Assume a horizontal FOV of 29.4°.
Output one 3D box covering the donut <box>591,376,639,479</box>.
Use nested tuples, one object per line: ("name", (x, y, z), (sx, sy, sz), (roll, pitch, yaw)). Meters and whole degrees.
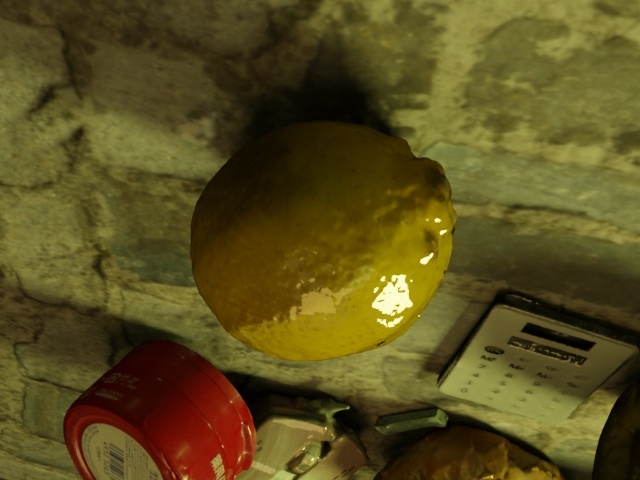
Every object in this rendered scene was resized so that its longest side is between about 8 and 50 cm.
("donut", (0.364, 0.224, 1.223), (0.128, 0.208, 0.261), (18, 147, 0))

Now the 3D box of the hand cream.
("hand cream", (-0.210, 0.255, 1.574), (0.230, 0.149, 0.230), (23, 133, 28))

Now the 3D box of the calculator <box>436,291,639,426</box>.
("calculator", (0.232, 0.134, 1.329), (0.161, 0.021, 0.261), (17, 152, -1))

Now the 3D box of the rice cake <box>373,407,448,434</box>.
("rice cake", (0.115, 0.234, 1.569), (0.022, 0.021, 0.121), (44, 144, -23))

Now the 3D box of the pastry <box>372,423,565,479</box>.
("pastry", (0.189, 0.366, 1.621), (0.255, 0.161, 0.311), (15, 153, 1))

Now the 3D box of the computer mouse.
("computer mouse", (-0.052, 0.299, 1.686), (0.200, 0.114, 0.389), (25, 152, -20))

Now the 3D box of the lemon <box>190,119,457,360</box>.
("lemon", (0.000, 0.000, 1.030), (0.260, 0.204, 0.204), (-24, 133, 33))
